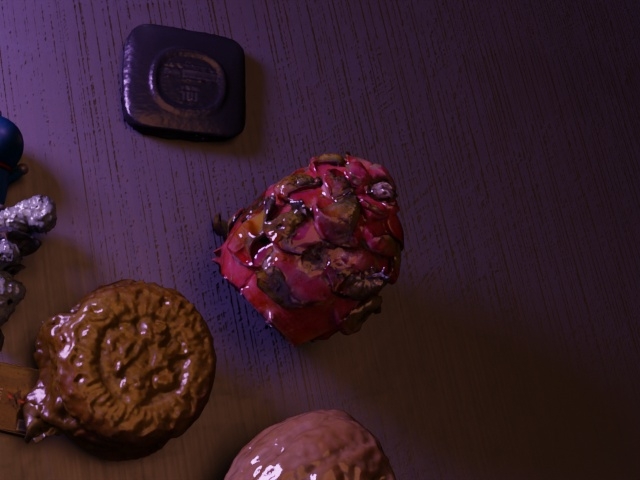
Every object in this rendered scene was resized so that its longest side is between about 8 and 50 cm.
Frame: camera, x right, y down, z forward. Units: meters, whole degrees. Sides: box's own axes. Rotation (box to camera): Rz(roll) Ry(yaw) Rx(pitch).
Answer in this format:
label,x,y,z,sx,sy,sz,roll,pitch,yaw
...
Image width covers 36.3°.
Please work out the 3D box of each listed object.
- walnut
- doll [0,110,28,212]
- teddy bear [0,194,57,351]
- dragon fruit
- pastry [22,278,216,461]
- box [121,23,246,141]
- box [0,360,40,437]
label,x,y,z,sx,sy,sz,roll,pitch,yaw
walnut,-0.019,0.358,1.342,0.257,0.257,0.224,-37,123,-35
doll,-0.463,-0.113,1.364,0.114,0.085,0.152,12,75,-41
teddy bear,-0.433,0.027,1.298,0.111,0.133,0.213,24,73,-10
dragon fruit,0.000,0.000,1.455,0.250,0.269,0.291,43,84,-15
pastry,-0.262,0.169,1.321,0.235,0.132,0.240,19,59,-30
box,-0.217,-0.258,1.583,0.212,0.042,0.201,6,70,-27
box,-0.442,0.201,1.282,0.133,0.023,0.090,17,64,-23
